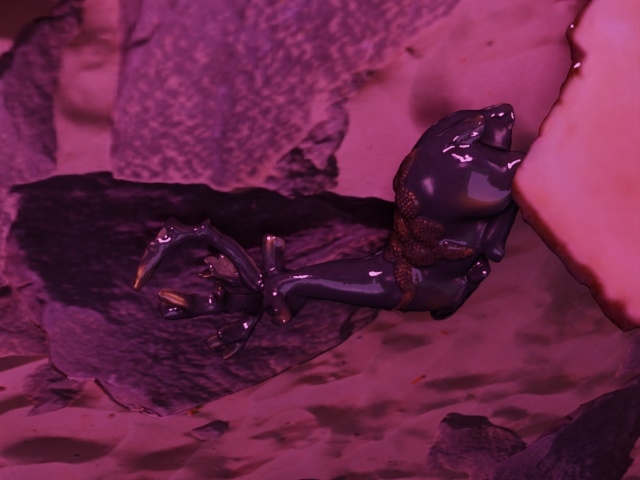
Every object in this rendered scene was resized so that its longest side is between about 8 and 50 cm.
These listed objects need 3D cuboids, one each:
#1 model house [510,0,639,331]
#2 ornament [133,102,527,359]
[{"bbox_3d":[0.230,-0.055,0.500,0.172,0.166,0.183,-3,136,-39],"label":"model house"},{"bbox_3d":[0.000,0.000,0.588,0.236,0.080,0.202,-5,144,-13],"label":"ornament"}]
